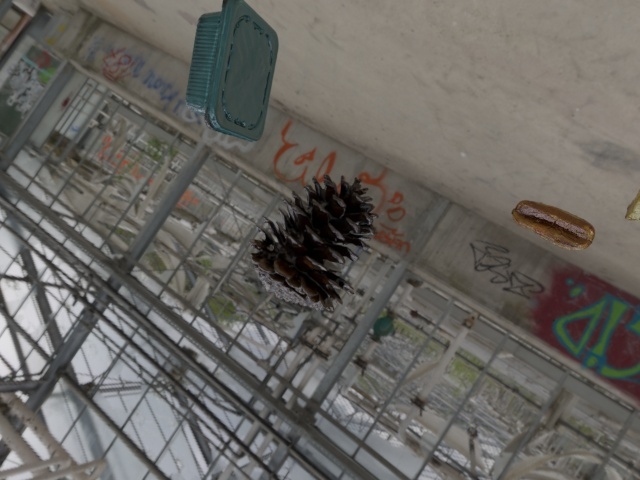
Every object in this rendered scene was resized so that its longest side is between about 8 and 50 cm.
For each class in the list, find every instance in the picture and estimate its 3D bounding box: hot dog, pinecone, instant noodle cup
[{"bbox_3d":[0.407,-0.029,0.804,0.144,0.062,0.038,31,-161,36],"label":"hot dog"},{"bbox_3d":[0.001,0.000,0.915,0.246,0.292,0.246,38,-177,-3],"label":"pinecone"},{"bbox_3d":[-0.131,-0.243,0.668,0.070,0.179,0.157,13,-174,18],"label":"instant noodle cup"}]

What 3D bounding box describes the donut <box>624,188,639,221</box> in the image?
[{"bbox_3d":[0.403,-0.033,0.427,0.078,0.146,0.181,45,-166,-43],"label":"donut"}]
